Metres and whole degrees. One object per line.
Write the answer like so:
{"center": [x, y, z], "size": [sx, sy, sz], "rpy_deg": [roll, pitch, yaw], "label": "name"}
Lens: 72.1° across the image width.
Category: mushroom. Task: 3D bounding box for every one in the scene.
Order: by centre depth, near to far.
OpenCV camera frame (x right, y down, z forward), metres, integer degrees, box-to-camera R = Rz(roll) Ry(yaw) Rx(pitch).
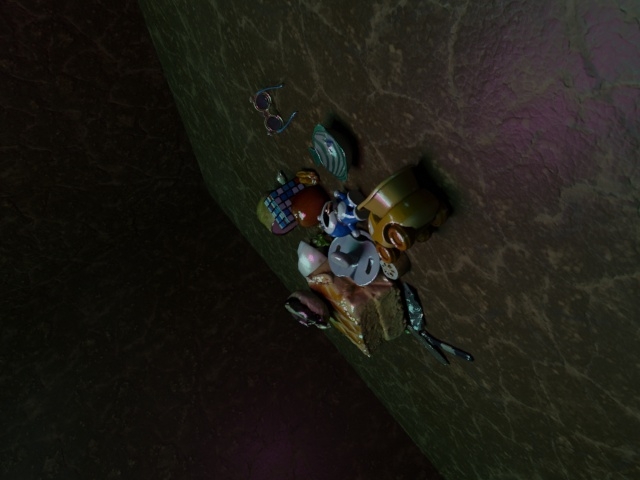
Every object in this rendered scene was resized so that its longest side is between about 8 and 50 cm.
{"center": [-0.048, 0.326, 2.074], "size": [0.247, 0.130, 0.344], "rpy_deg": [30, 165, 2], "label": "mushroom"}

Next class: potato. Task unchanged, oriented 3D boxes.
{"center": [-0.254, -0.174, 2.454], "size": [0.266, 0.229, 0.229], "rpy_deg": [38, 156, 34], "label": "potato"}

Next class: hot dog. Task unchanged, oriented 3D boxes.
{"center": [-0.059, -0.290, 2.015], "size": [0.165, 0.045, 0.071], "rpy_deg": [19, 138, 61], "label": "hot dog"}

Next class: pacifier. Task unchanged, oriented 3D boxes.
{"center": [0.118, 0.065, 1.859], "size": [0.278, 0.207, 0.228], "rpy_deg": [21, 105, 39], "label": "pacifier"}

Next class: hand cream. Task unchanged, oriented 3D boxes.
{"center": [0.396, 0.294, 1.879], "size": [0.075, 0.052, 0.248], "rpy_deg": [28, 148, 53], "label": "hand cream"}

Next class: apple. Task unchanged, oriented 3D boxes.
{"center": [-0.049, -0.157, 2.032], "size": [0.181, 0.168, 0.181], "rpy_deg": [54, 166, 21], "label": "apple"}

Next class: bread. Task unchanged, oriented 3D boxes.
{"center": [0.176, 0.278, 2.056], "size": [0.390, 0.279, 0.371], "rpy_deg": [36, 156, 44], "label": "bread"}

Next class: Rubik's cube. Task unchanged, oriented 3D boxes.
{"center": [-0.153, -0.187, 2.213], "size": [0.182, 0.187, 0.184], "rpy_deg": [56, 159, -1], "label": "Rubik's cube"}

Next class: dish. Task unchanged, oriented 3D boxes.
{"center": [0.052, -0.331, 1.607], "size": [0.246, 0.078, 0.224], "rpy_deg": [15, 136, 62], "label": "dish"}

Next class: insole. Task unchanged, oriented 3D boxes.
{"center": [0.483, 0.472, 1.984], "size": [0.248, 0.011, 0.081], "rpy_deg": [46, 167, 3], "label": "insole"}

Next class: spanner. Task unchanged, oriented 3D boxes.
{"center": [0.532, 0.455, 1.875], "size": [0.087, 0.024, 0.315], "rpy_deg": [60, 160, -21], "label": "spanner"}

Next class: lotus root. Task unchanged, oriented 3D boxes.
{"center": [0.298, 0.091, 1.746], "size": [0.112, 0.081, 0.122], "rpy_deg": [19, 141, 50], "label": "lotus root"}

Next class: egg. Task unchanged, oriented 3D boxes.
{"center": [-0.035, 0.142, 2.416], "size": [0.206, 0.162, 0.271], "rpy_deg": [29, 173, 28], "label": "egg"}

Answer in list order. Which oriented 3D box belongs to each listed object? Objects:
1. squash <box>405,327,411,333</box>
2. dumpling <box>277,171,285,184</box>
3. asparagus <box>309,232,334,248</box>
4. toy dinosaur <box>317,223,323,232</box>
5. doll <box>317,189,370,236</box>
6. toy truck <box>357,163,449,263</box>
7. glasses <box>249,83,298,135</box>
{"center": [0.408, 0.429, 2.126], "size": [0.083, 0.027, 0.027], "rpy_deg": [29, 149, 55], "label": "squash"}
{"center": [-0.208, -0.331, 2.332], "size": [0.077, 0.043, 0.059], "rpy_deg": [45, -176, -22], "label": "dumpling"}
{"center": [0.000, 0.000, 2.328], "size": [0.080, 0.080, 0.287], "rpy_deg": [56, 157, -4], "label": "asparagus"}
{"center": [0.000, -0.076, 2.268], "size": [0.113, 0.026, 0.041], "rpy_deg": [42, 153, 10], "label": "toy dinosaur"}
{"center": [0.094, -0.102, 1.784], "size": [0.257, 0.161, 0.215], "rpy_deg": [142, 121, -61], "label": "doll"}
{"center": [0.249, -0.078, 1.351], "size": [0.212, 0.204, 0.288], "rpy_deg": [55, 162, 10], "label": "toy truck"}
{"center": [-0.171, -0.561, 1.840], "size": [0.220, 0.088, 0.190], "rpy_deg": [-9, 115, 48], "label": "glasses"}
